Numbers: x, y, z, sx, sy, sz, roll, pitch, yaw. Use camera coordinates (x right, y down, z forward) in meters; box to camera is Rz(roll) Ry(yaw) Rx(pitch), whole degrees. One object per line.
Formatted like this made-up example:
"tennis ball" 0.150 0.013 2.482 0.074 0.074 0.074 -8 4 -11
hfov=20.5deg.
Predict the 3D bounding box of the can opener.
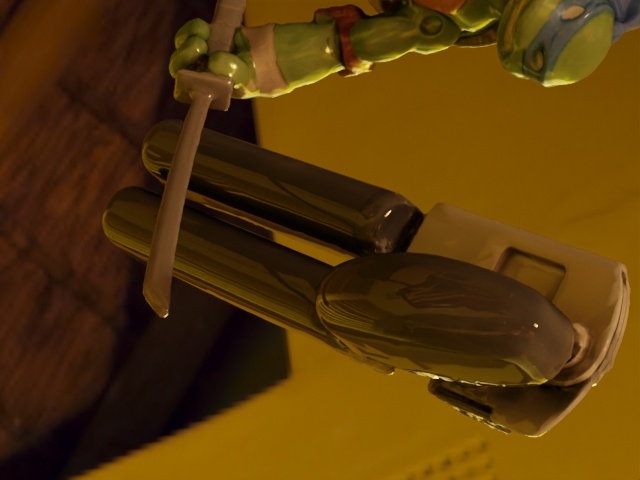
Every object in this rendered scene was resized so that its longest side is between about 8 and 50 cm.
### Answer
"can opener" 0.000 0.000 0.725 0.095 0.283 0.076 39 -103 -46

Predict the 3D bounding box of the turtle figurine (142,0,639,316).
"turtle figurine" -0.010 -0.161 0.754 0.274 0.266 0.198 -23 -37 -23
